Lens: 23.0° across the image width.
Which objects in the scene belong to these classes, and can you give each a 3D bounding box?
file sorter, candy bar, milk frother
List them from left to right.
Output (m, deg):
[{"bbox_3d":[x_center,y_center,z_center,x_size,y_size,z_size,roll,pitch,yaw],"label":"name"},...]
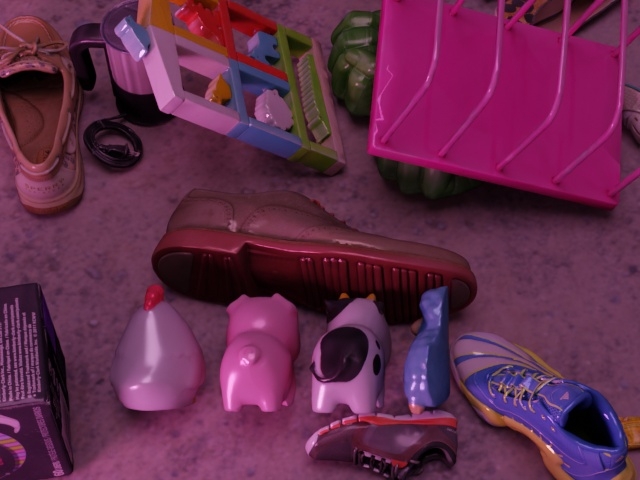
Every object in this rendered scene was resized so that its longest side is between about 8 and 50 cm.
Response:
[{"bbox_3d":[-0.219,-0.177,1.808,0.129,0.134,0.143,-12,57,-5],"label":"milk frother"},{"bbox_3d":[0.223,-0.185,1.682,0.291,0.182,0.202,12,66,-13],"label":"file sorter"},{"bbox_3d":[0.376,0.196,1.613,0.162,0.018,0.040,-2,60,0],"label":"candy bar"}]

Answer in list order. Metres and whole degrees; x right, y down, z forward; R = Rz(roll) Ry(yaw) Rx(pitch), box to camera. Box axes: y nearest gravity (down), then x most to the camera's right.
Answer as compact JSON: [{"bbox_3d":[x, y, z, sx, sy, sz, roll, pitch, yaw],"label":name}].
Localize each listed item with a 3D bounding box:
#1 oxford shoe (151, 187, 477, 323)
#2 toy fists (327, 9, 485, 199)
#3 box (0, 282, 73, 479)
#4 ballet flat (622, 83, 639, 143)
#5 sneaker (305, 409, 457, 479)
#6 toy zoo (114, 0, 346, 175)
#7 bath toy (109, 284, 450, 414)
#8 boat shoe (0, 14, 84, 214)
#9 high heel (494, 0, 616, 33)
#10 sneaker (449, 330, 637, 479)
[{"bbox_3d":[0.000,0.000,1.695,0.348,0.123,0.130,9,51,6],"label":"oxford shoe"},{"bbox_3d":[0.104,-0.163,1.815,0.142,0.096,0.279,-21,60,-12],"label":"toy fists"},{"bbox_3d":[-0.394,0.159,1.569,0.270,0.165,0.143,-8,56,-3],"label":"box"},{"bbox_3d":[0.392,-0.126,1.808,0.168,0.057,0.052,31,72,20],"label":"ballet flat"},{"bbox_3d":[0.065,0.212,1.588,0.158,0.061,0.064,-7,63,-3],"label":"sneaker"},{"bbox_3d":[-0.103,-0.195,1.768,0.293,0.030,0.192,20,45,-37],"label":"toy zoo"},{"bbox_3d":[-0.043,0.107,1.614,0.348,0.151,0.129,-1,92,6],"label":"bath toy"},{"bbox_3d":[-0.327,-0.166,1.831,0.105,0.089,0.285,-14,56,-7],"label":"boat shoe"},{"bbox_3d":[0.295,-0.249,1.868,0.186,0.093,0.261,-2,51,2],"label":"high heel"},{"bbox_3d":[0.227,0.154,1.580,0.091,0.126,0.240,-39,64,-22],"label":"sneaker"}]
